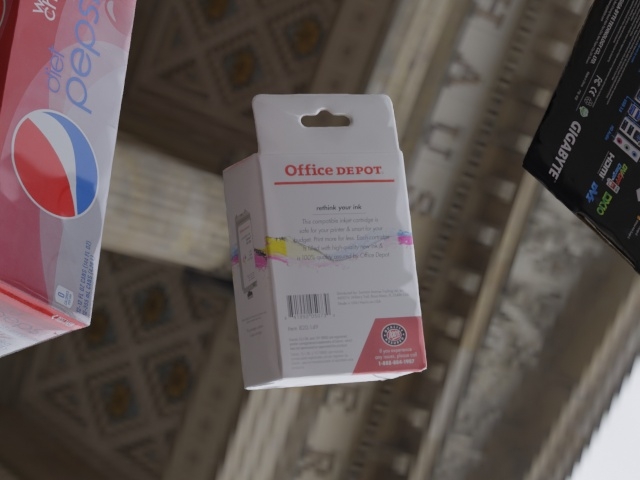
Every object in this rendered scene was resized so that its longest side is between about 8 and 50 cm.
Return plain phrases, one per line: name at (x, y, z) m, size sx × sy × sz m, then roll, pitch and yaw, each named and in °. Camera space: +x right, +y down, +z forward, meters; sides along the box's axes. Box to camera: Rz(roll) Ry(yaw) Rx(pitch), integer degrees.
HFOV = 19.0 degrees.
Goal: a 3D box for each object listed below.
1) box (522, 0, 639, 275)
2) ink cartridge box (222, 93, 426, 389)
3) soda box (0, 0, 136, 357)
box at (0.278, -0.058, 1.097) m, size 0.293 × 0.073 × 0.295 m, roll 43°, pitch -38°, yaw 21°
ink cartridge box at (0.000, 0.000, 1.338) m, size 0.067 × 0.115 × 0.198 m, roll 158°, pitch -72°, yaw -63°
soda box at (-0.176, -0.071, 1.125) m, size 0.083 × 0.092 × 0.263 m, roll -20°, pitch -126°, yaw 38°
